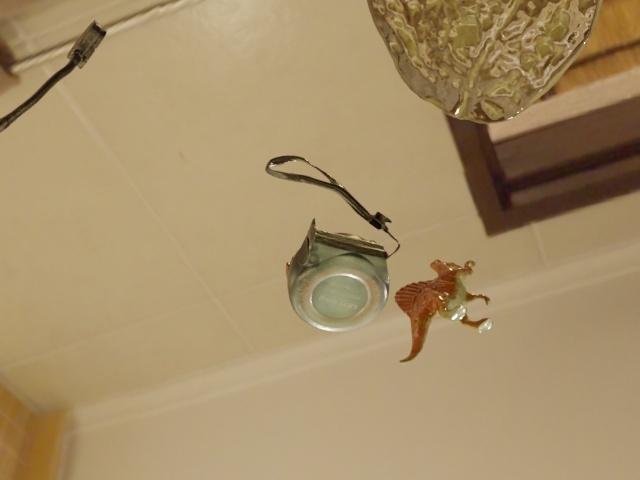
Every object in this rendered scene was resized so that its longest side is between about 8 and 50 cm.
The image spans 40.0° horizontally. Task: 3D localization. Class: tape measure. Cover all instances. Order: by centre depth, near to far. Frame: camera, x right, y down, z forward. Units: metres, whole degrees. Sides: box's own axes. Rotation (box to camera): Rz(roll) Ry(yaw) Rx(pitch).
[{"bbox_3d":[0.004,0.000,0.877,0.104,0.107,0.180,4,-141,-27],"label":"tape measure"}]

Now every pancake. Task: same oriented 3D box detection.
[{"bbox_3d":[0.136,-0.232,0.767,0.250,0.250,0.031,15,-157,39],"label":"pancake"}]

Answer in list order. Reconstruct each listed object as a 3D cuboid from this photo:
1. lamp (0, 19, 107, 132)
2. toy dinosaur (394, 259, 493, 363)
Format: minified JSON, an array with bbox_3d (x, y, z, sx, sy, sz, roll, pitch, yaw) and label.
[{"bbox_3d":[-0.392,-0.190,1.100,0.130,0.108,0.371,-28,-151,51],"label":"lamp"},{"bbox_3d":[0.144,0.077,1.153,0.212,0.057,0.142,-17,-148,-33],"label":"toy dinosaur"}]
